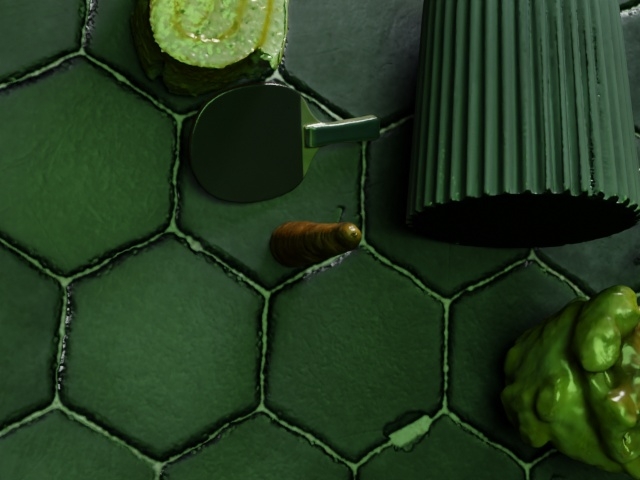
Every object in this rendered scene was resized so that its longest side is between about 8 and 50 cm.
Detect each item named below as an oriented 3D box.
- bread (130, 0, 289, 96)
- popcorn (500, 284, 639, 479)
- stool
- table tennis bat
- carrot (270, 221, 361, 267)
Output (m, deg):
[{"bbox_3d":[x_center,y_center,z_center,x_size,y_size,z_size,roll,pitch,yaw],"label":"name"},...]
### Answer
[{"bbox_3d":[-0.133,-0.310,1.476,0.186,0.124,0.257,17,77,-24],"label":"bread"},{"bbox_3d":[0.386,0.190,1.528,0.250,0.242,0.235,30,71,-16],"label":"popcorn"},{"bbox_3d":[0.257,-0.180,1.515,0.297,0.297,0.330,5,76,-19],"label":"stool"},{"bbox_3d":[-0.044,-0.131,1.512,0.274,0.021,0.154,-10,109,-27],"label":"table tennis bat"},{"bbox_3d":[0.000,0.000,1.430,0.061,0.210,0.061,1,86,-22],"label":"carrot"}]
